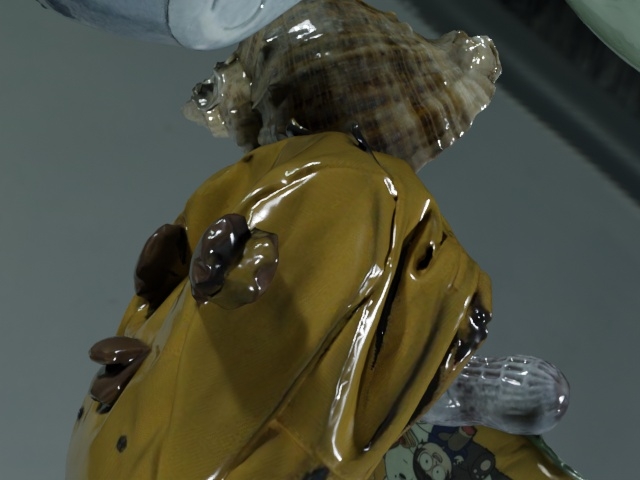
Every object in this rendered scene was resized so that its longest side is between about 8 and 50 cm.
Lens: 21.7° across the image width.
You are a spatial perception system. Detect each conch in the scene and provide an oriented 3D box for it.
[{"bbox_3d":[0.006,-0.150,1.509,0.291,0.159,0.210,-18,29,16],"label":"conch"}]

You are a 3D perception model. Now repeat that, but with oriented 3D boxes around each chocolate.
[{"bbox_3d":[0.135,0.128,1.432,0.167,0.072,0.072,2,39,33],"label":"chocolate"}]

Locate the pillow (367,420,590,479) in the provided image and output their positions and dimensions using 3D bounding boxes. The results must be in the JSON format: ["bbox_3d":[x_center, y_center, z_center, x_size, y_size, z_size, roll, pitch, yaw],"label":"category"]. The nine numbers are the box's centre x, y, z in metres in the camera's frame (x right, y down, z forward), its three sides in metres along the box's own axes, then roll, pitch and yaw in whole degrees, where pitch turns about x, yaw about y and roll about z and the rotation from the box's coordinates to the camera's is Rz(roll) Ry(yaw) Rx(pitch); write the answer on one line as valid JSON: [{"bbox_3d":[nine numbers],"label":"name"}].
[{"bbox_3d":[0.137,0.270,1.720,0.119,0.312,0.310,-18,49,-39],"label":"pillow"}]

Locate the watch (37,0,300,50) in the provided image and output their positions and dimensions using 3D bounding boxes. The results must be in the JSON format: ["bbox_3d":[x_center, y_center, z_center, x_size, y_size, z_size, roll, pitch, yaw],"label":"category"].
[{"bbox_3d":[-0.052,-0.179,0.748,0.206,0.068,0.193,-39,54,-9],"label":"watch"}]

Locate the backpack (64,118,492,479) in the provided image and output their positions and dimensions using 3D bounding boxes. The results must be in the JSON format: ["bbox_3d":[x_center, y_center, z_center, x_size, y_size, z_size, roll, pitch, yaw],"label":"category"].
[{"bbox_3d":[-0.054,0.093,1.153,0.201,0.353,0.378,31,80,-13],"label":"backpack"}]

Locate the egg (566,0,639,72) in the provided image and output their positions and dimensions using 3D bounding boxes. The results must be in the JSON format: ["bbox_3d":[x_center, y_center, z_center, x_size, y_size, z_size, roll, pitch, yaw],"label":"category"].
[{"bbox_3d":[0.119,-0.111,0.420,0.149,0.149,0.192,-2,43,-11],"label":"egg"}]
